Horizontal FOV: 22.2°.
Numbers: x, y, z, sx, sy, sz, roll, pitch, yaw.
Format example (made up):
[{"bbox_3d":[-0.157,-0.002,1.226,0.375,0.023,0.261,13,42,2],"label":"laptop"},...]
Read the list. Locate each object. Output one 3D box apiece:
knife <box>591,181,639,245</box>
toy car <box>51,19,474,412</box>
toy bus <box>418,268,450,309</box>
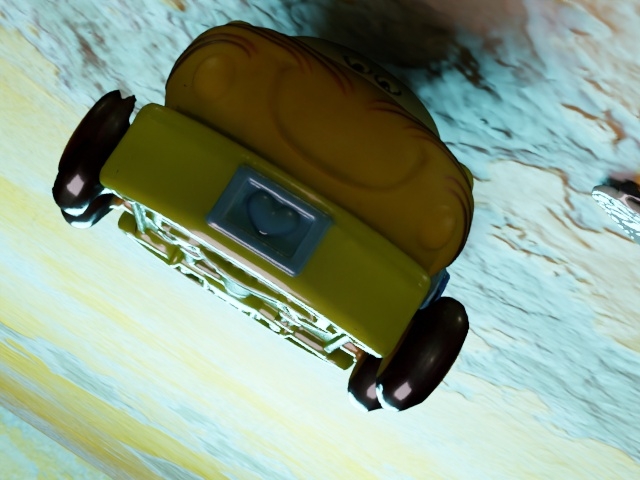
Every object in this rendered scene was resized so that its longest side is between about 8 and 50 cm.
[{"bbox_3d":[0.270,0.069,0.785,0.336,0.043,0.081,36,168,4],"label":"knife"},{"bbox_3d":[-0.011,-0.024,0.779,0.200,0.142,0.248,32,171,-4],"label":"toy car"},{"bbox_3d":[0.000,0.000,0.970,0.153,0.051,0.061,21,153,28],"label":"toy bus"}]
